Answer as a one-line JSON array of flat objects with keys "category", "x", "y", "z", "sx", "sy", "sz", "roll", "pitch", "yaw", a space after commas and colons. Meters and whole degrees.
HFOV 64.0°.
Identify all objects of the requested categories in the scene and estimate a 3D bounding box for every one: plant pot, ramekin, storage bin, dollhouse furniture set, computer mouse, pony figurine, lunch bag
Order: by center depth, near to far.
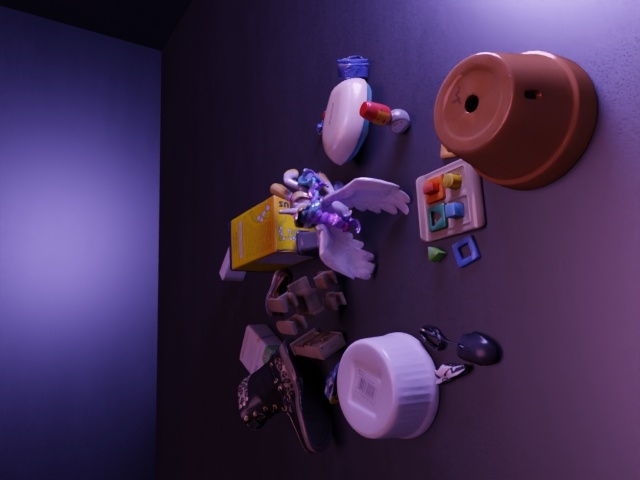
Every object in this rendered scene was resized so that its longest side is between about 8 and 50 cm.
[{"category": "plant pot", "x": 0.376, "y": -0.259, "z": 1.059, "sx": 0.291, "sy": 0.204, "sz": 0.290, "roll": -9, "pitch": 79, "yaw": 55}, {"category": "computer mouse", "x": 0.317, "y": 0.244, "z": 1.221, "sx": 0.242, "sy": 0.041, "sz": 0.071, "roll": 4, "pitch": 89, "yaw": 57}, {"category": "ramekin", "x": 0.163, "y": 0.382, "z": 1.344, "sx": 0.277, "sy": 0.135, "sz": 0.277, "roll": -11, "pitch": 77, "yaw": 55}, {"category": "pony figurine", "x": 0.029, "y": -0.083, "z": 1.479, "sx": 0.363, "sy": 0.351, "sz": 0.302, "roll": -116, "pitch": 45, "yaw": -65}, {"category": "lunch bag", "x": 0.104, "y": -0.541, "z": 1.599, "sx": 0.067, "sy": 0.099, "sz": 0.065, "roll": 30, "pitch": 129, "yaw": 51}, {"category": "dollhouse furniture set", "x": -0.044, "y": 0.237, "z": 1.612, "sx": 0.161, "sy": 0.212, "sz": 0.242, "roll": -8, "pitch": 106, "yaw": 54}, {"category": "storage bin", "x": 0.000, "y": 0.000, "z": 1.655, "sx": 0.091, "sy": 0.135, "sz": 0.098, "roll": -10, "pitch": 77, "yaw": 44}]

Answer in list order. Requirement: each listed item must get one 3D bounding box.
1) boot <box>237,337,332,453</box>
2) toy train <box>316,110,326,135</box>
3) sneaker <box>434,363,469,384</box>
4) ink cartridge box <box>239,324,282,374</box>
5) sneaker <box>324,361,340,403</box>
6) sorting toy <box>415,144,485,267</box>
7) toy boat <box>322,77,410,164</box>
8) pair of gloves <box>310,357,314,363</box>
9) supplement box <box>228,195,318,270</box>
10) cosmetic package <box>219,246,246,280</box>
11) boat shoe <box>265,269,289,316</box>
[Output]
[{"category": "boot", "x": -0.128, "y": 0.548, "z": 1.686, "sx": 0.284, "sy": 0.138, "sz": 0.377, "roll": -40, "pitch": 54, "yaw": 27}, {"category": "toy train", "x": 0.025, "y": -0.427, "z": 1.750, "sx": 0.158, "sy": 0.036, "sz": 0.027, "roll": -61, "pitch": 40, "yaw": 31}, {"category": "sneaker", "x": 0.309, "y": 0.311, "z": 1.223, "sx": 0.109, "sy": 0.040, "sz": 0.043, "roll": -41, "pitch": 51, "yaw": 45}, {"category": "ink cartridge box", "x": -0.213, "y": 0.433, "z": 1.935, "sx": 0.212, "sy": 0.093, "sz": 0.154, "roll": 32, "pitch": 112, "yaw": 50}, {"category": "sneaker", "x": 0.045, "y": 0.432, "z": 1.588, "sx": 0.059, "sy": 0.053, "sz": 0.144, "roll": 38, "pitch": 116, "yaw": 54}, {"category": "sorting toy", "x": 0.309, "y": -0.102, "z": 1.274, "sx": 0.196, "sy": 0.047, "sz": 0.347, "roll": -19, "pitch": 70, "yaw": 54}, {"category": "toy boat", "x": 0.124, "y": -0.352, "z": 1.523, "sx": 0.318, "sy": 0.148, "sz": 0.267, "roll": 15, "pitch": 93, "yaw": 63}, {"category": "pair of gloves", "x": -0.040, "y": 0.377, "z": 1.759, "sx": 0.074, "sy": 0.010, "sz": 0.083, "roll": 1, "pitch": 89, "yaw": 55}, {"category": "supplement box", "x": -0.167, "y": -0.012, "z": 1.838, "sx": 0.357, "sy": 0.194, "sz": 0.195, "roll": -21, "pitch": 68, "yaw": 53}, {"category": "cosmetic package", "x": -0.346, "y": 0.062, "z": 2.179, "sx": 0.060, "sy": 0.099, "sz": 0.239, "roll": 54, "pitch": 128, "yaw": 44}, {"category": "boat shoe", "x": -0.156, "y": 0.202, "z": 1.905, "sx": 0.066, "sy": 0.066, "sz": 0.183, "roll": 17, "pitch": 100, "yaw": 54}]
